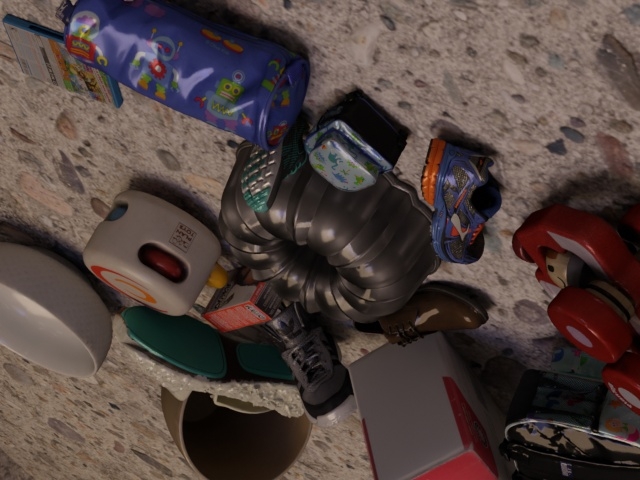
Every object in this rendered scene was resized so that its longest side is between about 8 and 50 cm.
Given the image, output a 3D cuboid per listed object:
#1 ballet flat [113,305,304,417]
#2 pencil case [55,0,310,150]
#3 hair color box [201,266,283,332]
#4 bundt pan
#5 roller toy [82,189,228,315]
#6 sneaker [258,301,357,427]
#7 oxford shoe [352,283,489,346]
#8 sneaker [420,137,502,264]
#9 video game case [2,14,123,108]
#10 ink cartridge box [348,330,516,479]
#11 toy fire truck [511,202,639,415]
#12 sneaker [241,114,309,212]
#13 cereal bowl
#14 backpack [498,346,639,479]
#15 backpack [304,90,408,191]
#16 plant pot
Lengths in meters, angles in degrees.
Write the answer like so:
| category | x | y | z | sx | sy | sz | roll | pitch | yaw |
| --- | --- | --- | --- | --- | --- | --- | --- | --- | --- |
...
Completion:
| category | x | y | z | sx | sy | sz | roll | pitch | yaw |
| --- | --- | --- | --- | --- | --- | --- | --- | --- | --- |
| ballet flat | -0.171 | 0.224 | 2.248 | 0.409 | 0.147 | 0.147 | 18 | 160 | -26 |
| pencil case | -0.163 | -0.225 | 1.636 | 0.306 | 0.119 | 0.133 | 26 | 132 | 9 |
| hair color box | -0.116 | 0.087 | 2.159 | 0.053 | 0.093 | 0.167 | 40 | 151 | -20 |
| bundt pan | 0.000 | 0.000 | 1.860 | 0.331 | 0.124 | 0.331 | 23 | 153 | 12 |
| roller toy | -0.258 | 0.016 | 2.117 | 0.209 | 0.146 | 0.191 | 22 | 163 | 21 |
| sneaker | -0.023 | 0.185 | 2.135 | 0.153 | 0.101 | 0.268 | 53 | -177 | -23 |
| oxford shoe | 0.142 | 0.117 | 1.952 | 0.227 | 0.096 | 0.083 | -2 | 138 | 44 |
| sneaker | 0.182 | -0.036 | 1.667 | 0.087 | 0.083 | 0.221 | 10 | 151 | 20 |
| video game case | -0.363 | -0.252 | 1.903 | 0.166 | 0.015 | 0.119 | 21 | 152 | 17 |
| ink cartridge box | 0.221 | 0.354 | 2.051 | 0.160 | 0.279 | 0.384 | -31 | 126 | 12 |
| toy fire truck | 0.342 | 0.068 | 1.619 | 0.302 | 0.169 | 0.254 | 47 | 167 | -29 |
| sneaker | -0.048 | -0.103 | 1.699 | 0.076 | 0.166 | 0.065 | 31 | 146 | -32 |
| cereal bowl | -0.535 | 0.112 | 2.566 | 0.339 | 0.141 | 0.339 | 24 | 153 | 13 |
| backpack | 0.402 | 0.272 | 1.851 | 0.254 | 0.191 | 0.225 | 12 | 146 | 29 |
| backpack | 0.034 | -0.114 | 1.669 | 0.105 | 0.084 | 0.114 | 40 | 155 | -15 |
| plant pot | -0.187 | 0.301 | 2.471 | 0.256 | 0.256 | 0.274 | 43 | 166 | -24 |
